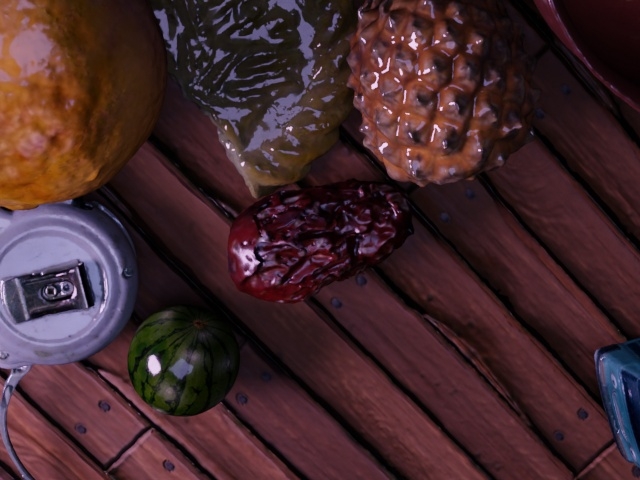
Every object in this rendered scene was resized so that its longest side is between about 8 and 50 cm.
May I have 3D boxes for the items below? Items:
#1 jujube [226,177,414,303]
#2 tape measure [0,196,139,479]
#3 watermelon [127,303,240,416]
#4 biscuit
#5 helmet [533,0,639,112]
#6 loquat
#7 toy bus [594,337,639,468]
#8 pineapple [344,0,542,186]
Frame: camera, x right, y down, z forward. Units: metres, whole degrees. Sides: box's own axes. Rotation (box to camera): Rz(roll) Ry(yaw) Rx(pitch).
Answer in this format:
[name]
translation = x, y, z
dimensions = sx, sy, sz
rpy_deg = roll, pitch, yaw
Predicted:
[jujube]
translation = -0.001, -0.001, 1.048
dimensions = 0.165, 0.104, 0.104
rpy_deg = -12, 104, -10
[tape measure]
translation = -0.216, 0.113, 1.059
dimensions = 0.164, 0.084, 0.330
rpy_deg = -15, 102, 3
[watermelon]
translation = -0.119, 0.109, 1.060
dimensions = 0.109, 0.109, 0.109
rpy_deg = -1, 103, -5
[biscuit]
translation = -0.061, -0.186, 1.027
dimensions = 0.187, 0.036, 0.273
rpy_deg = -39, 103, 4
[helmet]
translation = 0.300, -0.267, 0.942
dimensions = 0.384, 0.230, 0.338
rpy_deg = -5, 106, -15
[loquat]
translation = -0.229, -0.136, 0.938
dimensions = 0.238, 0.193, 0.238
rpy_deg = 5, 112, 13
[toy bus]
translation = 0.392, 0.127, 1.083
dimensions = 0.256, 0.147, 0.128
rpy_deg = -18, 102, -2
[pineapple]
translation = 0.096, -0.148, 0.989
dimensions = 0.166, 0.166, 0.193
rpy_deg = -16, 109, -1
